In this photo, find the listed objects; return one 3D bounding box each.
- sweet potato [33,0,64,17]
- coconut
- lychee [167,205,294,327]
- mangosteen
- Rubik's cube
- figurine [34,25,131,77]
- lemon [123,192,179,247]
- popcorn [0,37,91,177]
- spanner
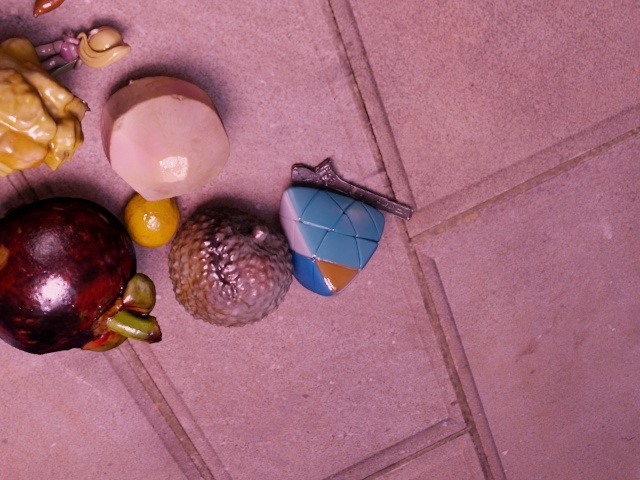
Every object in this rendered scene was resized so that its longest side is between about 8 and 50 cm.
[{"bbox_3d":[-0.455,-0.414,1.599,0.095,0.034,0.034,-38,127,-8],"label":"sweet potato"},{"bbox_3d":[-0.280,-0.186,1.691,0.236,0.237,0.197,-11,123,-14],"label":"coconut"},{"bbox_3d":[-0.185,0.057,1.868,0.255,0.255,0.274,29,123,-32],"label":"lychee"},{"bbox_3d":[-0.464,0.089,1.720,0.306,0.360,0.306,-38,169,-8],"label":"mangosteen"},{"bbox_3d":[0.000,0.000,1.909,0.254,0.254,0.255,-10,124,-15],"label":"Rubik's cube"},{"bbox_3d":[-0.424,-0.327,1.645,0.187,0.083,0.083,-11,125,-2],"label":"figurine"},{"bbox_3d":[-0.332,-0.042,1.835,0.109,0.109,0.133,16,120,-28],"label":"lemon"},{"bbox_3d":[-0.516,-0.215,1.555,0.215,0.286,0.252,-47,108,-8],"label":"popcorn"},{"bbox_3d":[0.073,-0.101,2.002,0.325,0.026,0.093,21,113,-31],"label":"spanner"}]
